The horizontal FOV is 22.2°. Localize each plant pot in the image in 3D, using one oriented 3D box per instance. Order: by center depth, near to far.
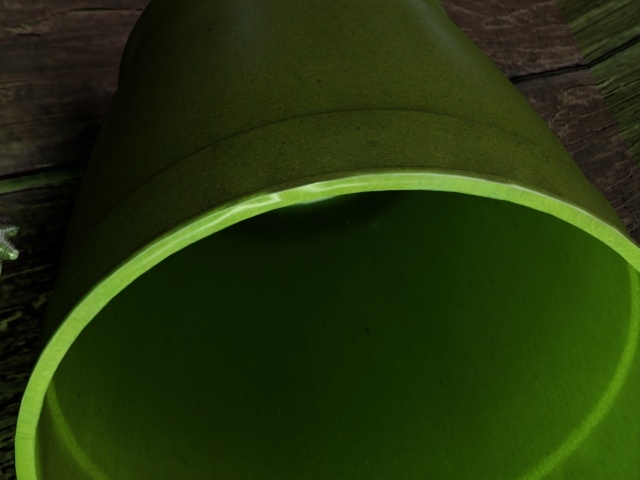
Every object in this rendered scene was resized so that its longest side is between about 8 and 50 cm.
[{"bbox_3d":[0.000,0.000,0.999,0.366,0.366,0.353,41,23,-34],"label":"plant pot"}]

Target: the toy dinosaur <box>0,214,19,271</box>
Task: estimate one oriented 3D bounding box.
[{"bbox_3d":[-0.240,-0.052,0.808,0.160,0.121,0.313,45,38,-65],"label":"toy dinosaur"}]
